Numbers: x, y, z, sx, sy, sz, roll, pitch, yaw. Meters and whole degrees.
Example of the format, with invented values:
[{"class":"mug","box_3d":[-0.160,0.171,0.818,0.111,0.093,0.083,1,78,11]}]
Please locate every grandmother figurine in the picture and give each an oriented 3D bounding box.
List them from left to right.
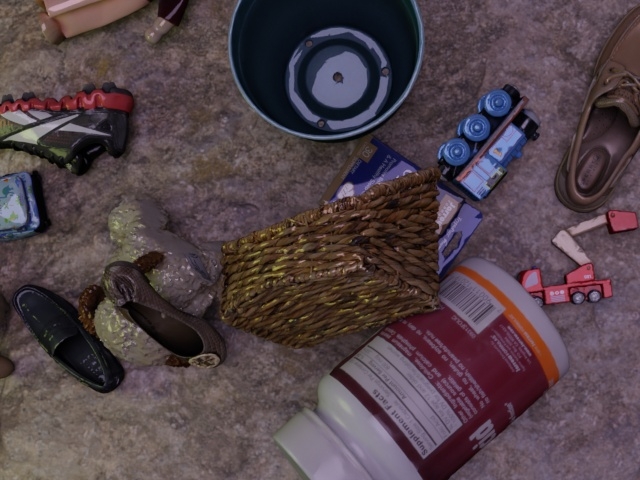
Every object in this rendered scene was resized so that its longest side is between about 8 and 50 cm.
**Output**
[{"class":"grandmother figurine","box_3d":[-0.283,-0.413,1.775,0.342,0.104,0.208,-21,93,6]}]

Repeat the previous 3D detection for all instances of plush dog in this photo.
[{"class":"plush dog","box_3d":[-0.255,0.093,1.709,0.262,0.210,0.225,26,116,8]}]

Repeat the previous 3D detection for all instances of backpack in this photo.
[{"class":"backpack","box_3d":[-0.501,-0.052,1.778,0.114,0.084,0.105,-14,83,7]}]

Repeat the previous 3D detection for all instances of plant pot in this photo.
[{"class":"plant pot","box_3d":[0.020,-0.263,1.656,0.271,0.255,0.272,0,86,6]}]

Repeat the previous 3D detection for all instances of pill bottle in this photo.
[{"class":"pill bottle","box_3d":[0.140,0.224,1.594,0.392,0.224,0.224,-39,84,-10]}]

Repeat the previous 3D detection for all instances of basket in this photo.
[{"class":"basket","box_3d":[0.000,0.000,1.579,0.299,0.213,0.223,-20,57,41]}]

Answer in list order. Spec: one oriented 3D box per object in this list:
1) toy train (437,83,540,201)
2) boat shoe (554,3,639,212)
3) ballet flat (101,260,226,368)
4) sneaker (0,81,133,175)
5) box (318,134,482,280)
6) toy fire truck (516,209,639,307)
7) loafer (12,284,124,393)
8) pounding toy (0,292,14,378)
[{"class":"toy train","box_3d":[0.258,-0.150,1.719,0.105,0.080,0.184,40,88,-3]},{"class":"boat shoe","box_3d":[0.457,-0.203,1.683,0.121,0.110,0.341,21,89,6]},{"class":"ballet flat","box_3d":[-0.223,0.120,1.606,0.084,0.250,0.058,-26,40,19]},{"class":"sneaker","box_3d":[-0.427,-0.164,1.770,0.275,0.097,0.135,-7,83,4]},{"class":"box","box_3d":[0.126,-0.050,1.743,0.225,0.036,0.136,34,90,5]},{"class":"toy fire truck","box_3d":[0.388,0.029,1.707,0.192,0.047,0.135,-7,85,6]},{"class":"loafer","box_3d":[-0.398,0.151,1.757,0.223,0.078,0.076,43,91,6]},{"class":"pounding toy","box_3d":[-0.589,0.110,1.740,0.155,0.154,0.269,-38,83,2]}]
